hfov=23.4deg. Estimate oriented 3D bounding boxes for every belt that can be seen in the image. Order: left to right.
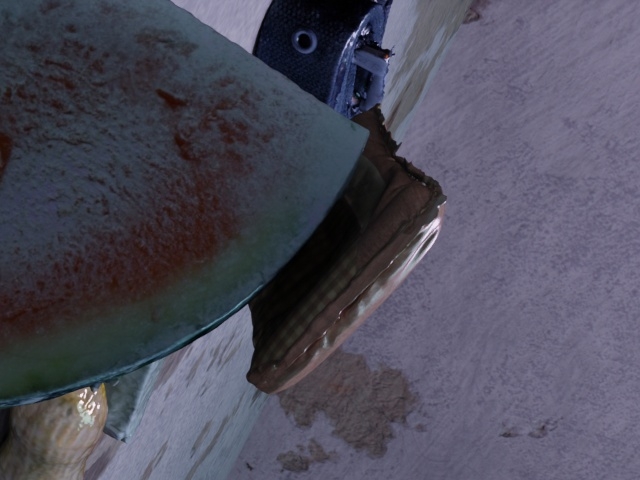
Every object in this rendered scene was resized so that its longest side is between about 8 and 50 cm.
[{"bbox_3d":[0.012,-0.182,1.577,0.122,0.128,0.218,-57,172,-23],"label":"belt"}]

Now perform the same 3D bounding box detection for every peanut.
[{"bbox_3d":[-0.245,0.178,1.399,0.087,0.087,0.207,-53,172,-46],"label":"peanut"}]

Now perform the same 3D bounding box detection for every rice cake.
[{"bbox_3d":[-0.199,0.124,1.616,0.063,0.069,0.206,-48,164,-53],"label":"rice cake"}]

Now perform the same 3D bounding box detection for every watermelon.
[{"bbox_3d":[-0.123,-0.041,0.765,0.320,0.289,0.214,-53,130,-61],"label":"watermelon"}]

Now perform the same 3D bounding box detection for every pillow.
[{"bbox_3d":[0.002,-0.002,0.795,0.135,0.034,0.211,-45,-162,6],"label":"pillow"}]
